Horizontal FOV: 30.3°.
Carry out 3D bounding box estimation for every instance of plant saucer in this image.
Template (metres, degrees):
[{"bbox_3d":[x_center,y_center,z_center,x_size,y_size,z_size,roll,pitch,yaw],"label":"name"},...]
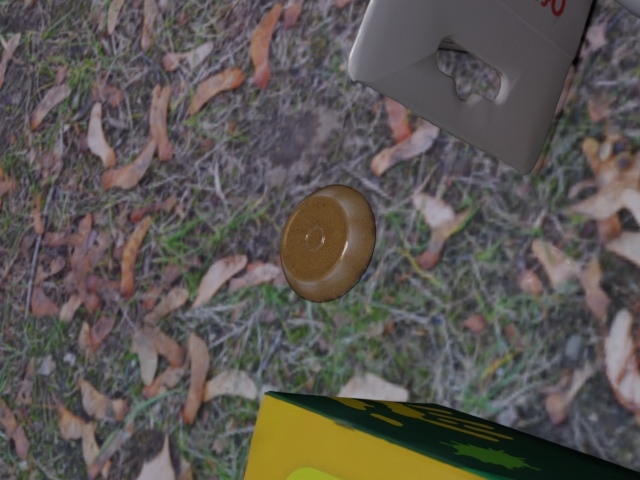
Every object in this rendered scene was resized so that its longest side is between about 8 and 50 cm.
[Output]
[{"bbox_3d":[0.000,0.000,0.805,0.083,0.015,0.083,-14,67,37],"label":"plant saucer"}]

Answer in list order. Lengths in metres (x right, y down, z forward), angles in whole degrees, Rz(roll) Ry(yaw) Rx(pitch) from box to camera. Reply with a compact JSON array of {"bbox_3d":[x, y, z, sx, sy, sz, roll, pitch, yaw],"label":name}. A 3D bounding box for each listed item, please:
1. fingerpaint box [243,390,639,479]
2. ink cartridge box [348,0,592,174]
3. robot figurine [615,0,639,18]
[{"bbox_3d":[0.108,0.325,0.473,0.371,0.163,0.444,14,91,37],"label":"fingerpaint box"},{"bbox_3d":[0.084,-0.235,0.676,0.119,0.207,0.353,16,87,40],"label":"ink cartridge box"},{"bbox_3d":[0.211,-0.224,0.524,0.200,0.300,0.353,10,55,13],"label":"robot figurine"}]
